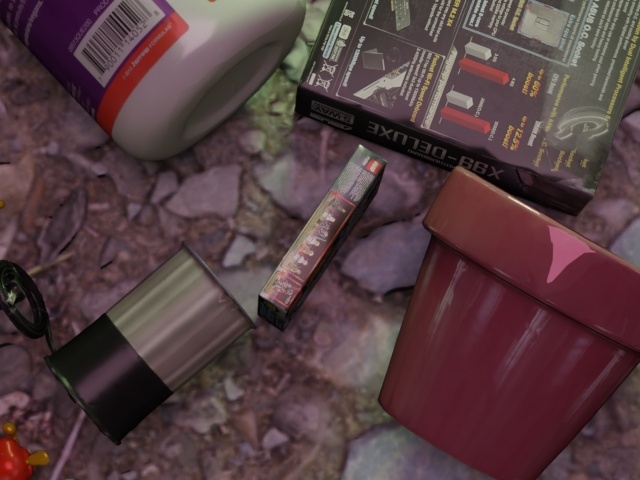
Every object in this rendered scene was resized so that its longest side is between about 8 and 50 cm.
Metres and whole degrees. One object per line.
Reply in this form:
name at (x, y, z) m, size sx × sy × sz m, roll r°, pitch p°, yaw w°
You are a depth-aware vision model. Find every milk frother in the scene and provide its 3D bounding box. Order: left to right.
milk frother at (-0.147, 0.046, 1.249) m, size 0.134 × 0.143 × 0.129 m, roll -41°, pitch 39°, yaw -6°

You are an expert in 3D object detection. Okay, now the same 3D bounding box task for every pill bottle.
pill bottle at (-0.175, -0.227, 1.298) m, size 0.181 × 0.181 × 0.323 m, roll -42°, pitch 83°, yaw -10°

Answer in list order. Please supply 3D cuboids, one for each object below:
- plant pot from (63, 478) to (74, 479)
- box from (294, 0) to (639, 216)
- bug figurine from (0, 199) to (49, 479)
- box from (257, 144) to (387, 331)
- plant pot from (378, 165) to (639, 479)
plant pot at (-0.135, 0.343, 1.166) m, size 0.274 × 0.256 × 0.256 m, roll 37°, pitch 79°, yaw -11°
box at (0.145, -0.205, 1.361) m, size 0.242 × 0.076 × 0.307 m, roll 20°, pitch 78°, yaw 2°
bug figurine at (-0.320, 0.091, 1.280) m, size 0.216 × 0.072 × 0.279 m, roll -12°, pitch 83°, yaw 1°
box at (0.000, 0.000, 1.302) m, size 0.027 × 0.094 × 0.137 m, roll 33°, pitch 78°, yaw 4°
plant pot at (0.140, 0.070, 1.253) m, size 0.201 × 0.201 × 0.180 m, roll 29°, pitch 94°, yaw 4°
